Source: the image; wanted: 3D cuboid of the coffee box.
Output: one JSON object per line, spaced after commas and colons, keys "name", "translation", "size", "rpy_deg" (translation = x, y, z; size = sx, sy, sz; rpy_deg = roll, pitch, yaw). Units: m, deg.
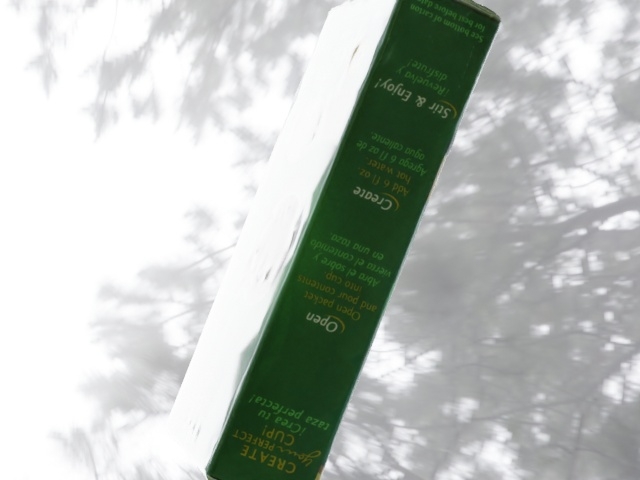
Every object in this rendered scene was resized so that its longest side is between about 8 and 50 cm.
{"name": "coffee box", "translation": [0.000, 0.000, 0.627], "size": [0.040, 0.113, 0.184], "rpy_deg": [22, -94, -14]}
